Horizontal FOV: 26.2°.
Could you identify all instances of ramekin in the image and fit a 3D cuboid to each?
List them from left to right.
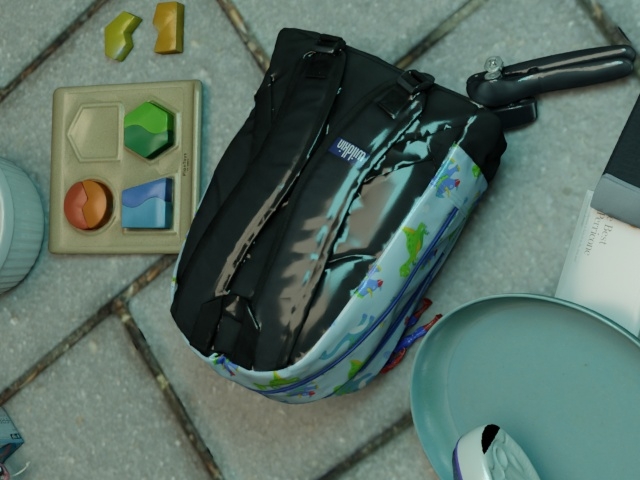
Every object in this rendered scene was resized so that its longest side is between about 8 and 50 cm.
[{"bbox_3d":[-0.449,-0.019,1.749,0.207,0.109,0.207,-2,85,26],"label":"ramekin"}]

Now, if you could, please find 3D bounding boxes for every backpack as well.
[{"bbox_3d":[0.000,0.000,1.460,0.290,0.273,0.355,24,70,26],"label":"backpack"}]

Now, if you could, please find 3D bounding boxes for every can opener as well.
[{"bbox_3d":[0.241,-0.174,1.456,0.186,0.073,0.059,-16,41,21],"label":"can opener"}]

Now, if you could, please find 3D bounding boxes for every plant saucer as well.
[{"bbox_3d":[0.236,0.186,1.366,0.317,0.043,0.318,17,124,27],"label":"plant saucer"}]

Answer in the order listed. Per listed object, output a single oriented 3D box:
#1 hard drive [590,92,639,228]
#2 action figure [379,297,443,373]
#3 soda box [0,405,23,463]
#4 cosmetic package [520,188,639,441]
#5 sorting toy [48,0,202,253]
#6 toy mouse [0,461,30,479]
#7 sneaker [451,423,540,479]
[{"bbox_3d":[0.406,-0.067,1.326,0.254,0.054,0.172,20,70,25],"label":"hard drive"},{"bbox_3d":[0.084,0.112,1.522,0.115,0.030,0.038,-46,73,19],"label":"action figure"},{"bbox_3d":[-0.468,0.292,1.765,0.183,0.058,0.063,-44,69,18],"label":"soda box"},{"bbox_3d":[0.289,0.076,1.404,0.099,0.060,0.239,18,94,25],"label":"cosmetic package"},{"bbox_3d":[-0.245,-0.137,1.693,0.229,0.041,0.307,-1,86,26],"label":"sorting toy"},{"bbox_3d":[-0.443,0.309,1.712,0.161,0.143,0.031,-40,49,12],"label":"toy mouse"},{"bbox_3d":[0.129,0.358,1.393,0.236,0.130,0.323,-18,100,28],"label":"sneaker"}]
